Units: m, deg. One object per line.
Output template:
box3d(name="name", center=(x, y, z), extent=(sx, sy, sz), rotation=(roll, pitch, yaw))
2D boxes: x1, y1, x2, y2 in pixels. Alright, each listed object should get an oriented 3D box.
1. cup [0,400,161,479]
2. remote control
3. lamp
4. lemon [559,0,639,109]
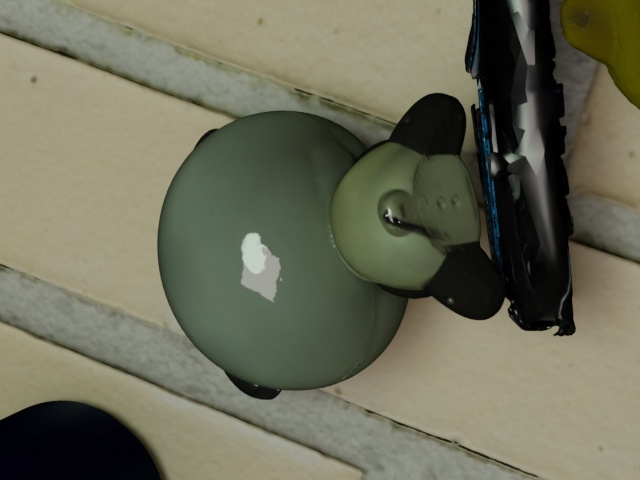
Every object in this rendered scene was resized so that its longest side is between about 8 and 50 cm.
box3d(name="cup", center=(-0.256, 0.248, 1.318), extent=(0.255, 0.256, 0.178), rotation=(-42, 85, 18))
box3d(name="remote control", center=(0.125, -0.139, 1.209), extent=(0.062, 0.144, 0.399), rotation=(-6, 99, 4))
box3d(name="lamp", center=(0.000, 0.000, 1.233), extent=(0.244, 0.197, 0.198), rotation=(-16, 94, 39))
box3d(name="lemon", center=(0.273, -0.165, 1.140), extent=(0.248, 0.184, 0.184), rotation=(-17, 93, 9))
